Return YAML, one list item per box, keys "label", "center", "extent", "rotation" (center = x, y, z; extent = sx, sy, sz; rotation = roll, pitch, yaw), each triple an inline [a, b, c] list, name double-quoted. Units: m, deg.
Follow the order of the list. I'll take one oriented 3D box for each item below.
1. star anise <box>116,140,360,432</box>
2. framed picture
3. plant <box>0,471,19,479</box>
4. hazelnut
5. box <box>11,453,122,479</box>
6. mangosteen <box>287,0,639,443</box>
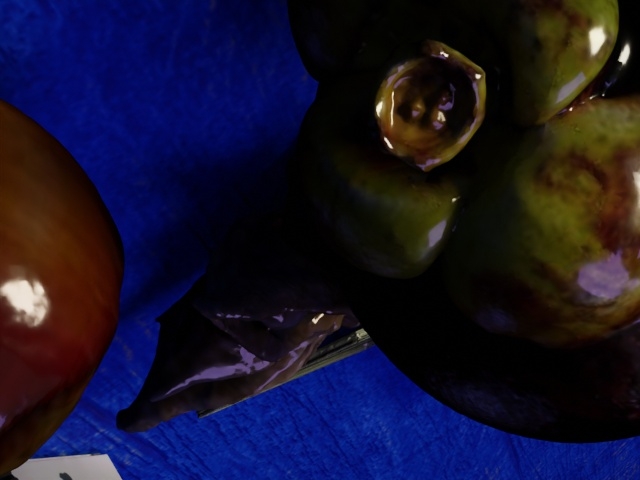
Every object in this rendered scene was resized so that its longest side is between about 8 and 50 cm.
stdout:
- label: "star anise"
  center: [0.000, 0.002, 1.088]
  extent: [0.292, 0.109, 0.349]
  rotation: [-46, 177, -27]
- label: "framed picture"
  center: [0.031, 0.078, 1.318]
  extent: [0.173, 0.010, 0.231]
  rotation: [-29, 173, 37]
- label: "plant"
  center: [-0.293, 0.234, 1.101]
  extent: [0.320, 0.194, 0.181]
  rotation: [-36, 171, 17]
- label: "hazelnut"
  center: [-0.198, 0.016, 0.768]
  extent: [0.208, 0.208, 0.208]
  rotation: [-28, 158, -13]
- label: "box"
  center: [-0.233, 0.220, 1.297]
  extent: [0.130, 0.051, 0.129]
  rotation: [-42, 156, 22]
- label: "mangosteen"
  center: [0.115, -0.055, 0.828]
  extent: [0.313, 0.297, 0.297]
  rotation: [28, 128, -16]
